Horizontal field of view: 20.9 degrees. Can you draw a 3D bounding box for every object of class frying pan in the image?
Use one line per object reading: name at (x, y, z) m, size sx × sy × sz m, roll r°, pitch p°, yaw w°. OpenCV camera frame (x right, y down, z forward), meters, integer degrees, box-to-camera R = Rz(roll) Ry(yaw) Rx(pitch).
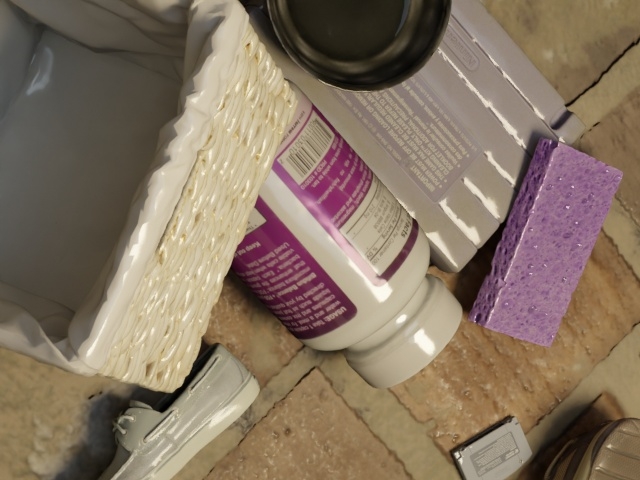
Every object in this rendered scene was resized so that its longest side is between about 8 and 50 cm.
frying pan at (-0.008, -0.287, 1.683) m, size 0.326 × 0.053 × 0.197 m, roll 45°, pitch 77°, yaw -17°

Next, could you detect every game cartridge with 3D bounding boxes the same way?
game cartridge at (0.088, -0.162, 1.788) m, size 0.230 × 0.068 × 0.355 m, roll -46°, pitch 109°, yaw -9°
game cartridge at (0.187, 0.234, 1.880) m, size 0.083 × 0.017 × 0.056 m, roll -28°, pitch 100°, yaw -18°

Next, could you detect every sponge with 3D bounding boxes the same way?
sponge at (0.240, 0.004, 1.839) m, size 0.117 × 0.031 × 0.210 m, roll 17°, pitch 96°, yaw -42°

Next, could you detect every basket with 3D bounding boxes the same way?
basket at (-0.229, -0.073, 1.484) m, size 0.331 × 0.266 × 0.328 m, roll 21°, pitch 85°, yaw 19°

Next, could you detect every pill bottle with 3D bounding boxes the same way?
pill bottle at (0.000, 0.000, 1.705) m, size 0.169 × 0.169 × 0.301 m, roll -46°, pitch 108°, yaw -13°

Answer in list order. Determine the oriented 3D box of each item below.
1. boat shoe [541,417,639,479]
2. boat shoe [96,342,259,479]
boat shoe at (0.254, 0.350, 1.850) m, size 0.132 × 0.130 × 0.355 m, roll 40°, pitch 72°, yaw -13°
boat shoe at (-0.164, 0.188, 1.709) m, size 0.227 × 0.079 × 0.081 m, roll -41°, pitch 101°, yaw -20°
